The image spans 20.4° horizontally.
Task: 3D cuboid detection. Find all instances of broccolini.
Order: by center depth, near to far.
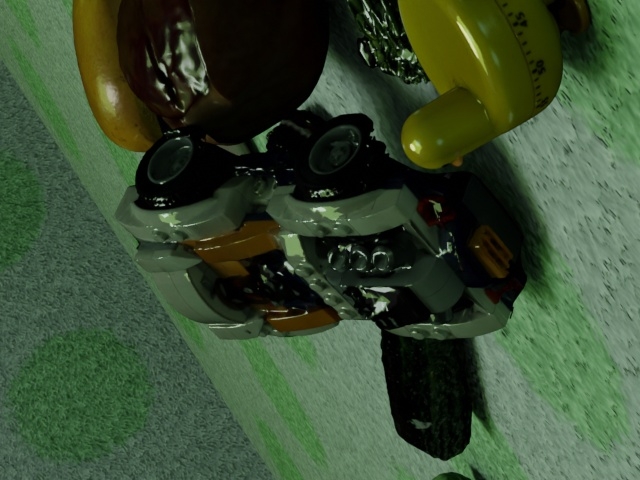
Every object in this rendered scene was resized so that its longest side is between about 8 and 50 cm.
[{"bbox_3d":[0.000,-0.198,1.149,0.271,0.062,0.123,49,151,20],"label":"broccolini"}]

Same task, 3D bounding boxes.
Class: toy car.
[{"bbox_3d":[0.000,0.002,1.257,0.301,0.118,0.193,2,147,40],"label":"toy car"}]

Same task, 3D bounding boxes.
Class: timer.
[{"bbox_3d":[0.076,-0.102,0.945,0.107,0.109,0.107,56,168,18],"label":"timer"}]

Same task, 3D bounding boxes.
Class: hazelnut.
[{"bbox_3d":[-0.078,-0.163,1.329,0.170,0.160,0.201,54,174,25],"label":"hazelnut"}]

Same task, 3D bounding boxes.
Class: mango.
[{"bbox_3d":[-0.220,-0.200,1.946,0.141,0.102,0.217,-49,-52,-61],"label":"mango"}]

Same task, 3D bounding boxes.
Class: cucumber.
[{"bbox_3d":[0.088,0.100,1.516,0.074,0.074,0.241,51,164,35],"label":"cucumber"}]

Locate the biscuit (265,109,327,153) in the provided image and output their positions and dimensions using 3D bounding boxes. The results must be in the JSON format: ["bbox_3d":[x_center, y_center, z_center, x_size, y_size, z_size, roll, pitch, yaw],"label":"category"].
[{"bbox_3d":[0.013,-0.026,1.557,0.194,0.053,0.194,55,167,19],"label":"biscuit"}]

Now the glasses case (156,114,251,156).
[{"bbox_3d":[-0.090,-0.040,1.902,0.314,0.075,0.122,62,172,-12],"label":"glasses case"}]

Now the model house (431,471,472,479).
[{"bbox_3d":[0.157,0.356,1.673,0.189,0.195,0.214,12,125,54],"label":"model house"}]
